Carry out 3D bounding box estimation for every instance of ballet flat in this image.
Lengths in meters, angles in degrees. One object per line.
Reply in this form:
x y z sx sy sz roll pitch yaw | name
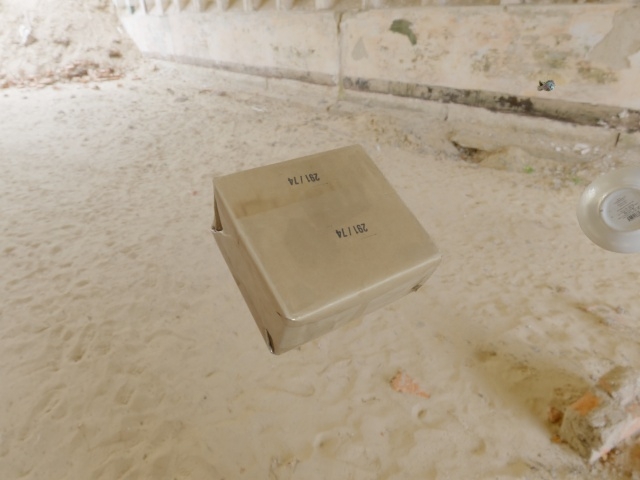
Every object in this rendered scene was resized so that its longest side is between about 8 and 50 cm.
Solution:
0.700 -0.489 1.324 0.041 0.041 0.114 3 21 10 | ballet flat

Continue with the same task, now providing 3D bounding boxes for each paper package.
0.000 0.000 0.791 0.324 0.168 0.310 -21 65 -26 | paper package

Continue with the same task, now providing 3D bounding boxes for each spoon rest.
0.533 -0.084 0.640 0.084 0.276 0.137 -9 65 -46 | spoon rest
